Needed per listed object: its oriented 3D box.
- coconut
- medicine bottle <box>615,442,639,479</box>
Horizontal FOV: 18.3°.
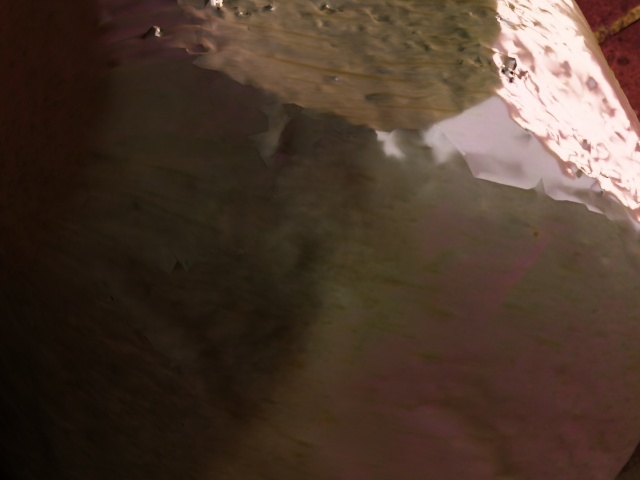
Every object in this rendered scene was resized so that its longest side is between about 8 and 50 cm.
[{"bbox_3d":[0.000,0.000,0.791,0.328,0.281,0.328,26,5,-3],"label":"coconut"},{"bbox_3d":[0.136,0.152,0.852,0.151,0.322,0.151,52,17,-23],"label":"medicine bottle"}]
